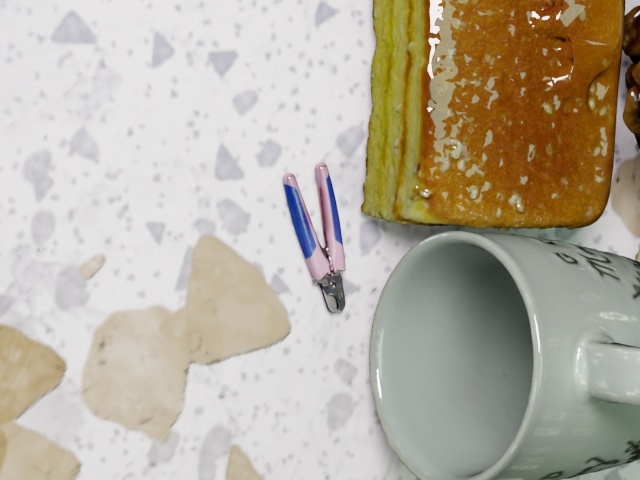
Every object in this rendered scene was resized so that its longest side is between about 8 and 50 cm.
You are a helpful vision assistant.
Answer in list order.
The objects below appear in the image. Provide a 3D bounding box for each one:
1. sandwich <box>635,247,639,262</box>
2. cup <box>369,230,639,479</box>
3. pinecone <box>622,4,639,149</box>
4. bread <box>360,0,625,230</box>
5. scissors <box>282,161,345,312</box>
[{"bbox_3d":[0.333,0.060,1.445,0.162,0.058,0.193,14,89,-30],"label":"sandwich"},{"bbox_3d":[0.204,0.092,1.264,0.234,0.258,0.186,3,90,-35],"label":"cup"},{"bbox_3d":[0.355,-0.150,1.334,0.264,0.264,0.264,-3,95,-29],"label":"pinecone"},{"bbox_3d":[0.134,-0.126,1.288,0.184,0.110,0.234,0,95,-29],"label":"bread"},{"bbox_3d":[0.000,0.000,1.279,0.039,0.012,0.113,-18,103,-27],"label":"scissors"}]
